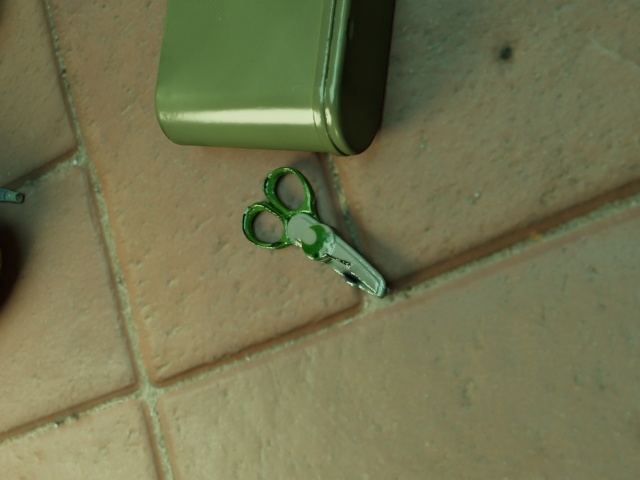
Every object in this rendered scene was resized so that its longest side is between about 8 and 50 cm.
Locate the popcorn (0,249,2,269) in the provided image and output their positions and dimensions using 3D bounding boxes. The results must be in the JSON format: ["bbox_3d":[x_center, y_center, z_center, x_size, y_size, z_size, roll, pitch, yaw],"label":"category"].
[{"bbox_3d":[-0.567,0.034,1.067,0.276,0.276,0.225,36,134,24],"label":"popcorn"}]

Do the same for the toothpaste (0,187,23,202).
[{"bbox_3d":[-0.453,-0.064,1.141,0.083,0.015,0.024,10,80,30],"label":"toothpaste"}]

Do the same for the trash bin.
[{"bbox_3d":[-0.055,-0.217,0.922,0.248,0.121,0.243,3,85,28],"label":"trash bin"}]

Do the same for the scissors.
[{"bbox_3d":[0.000,0.000,0.918,0.204,0.027,0.101,37,102,26],"label":"scissors"}]
